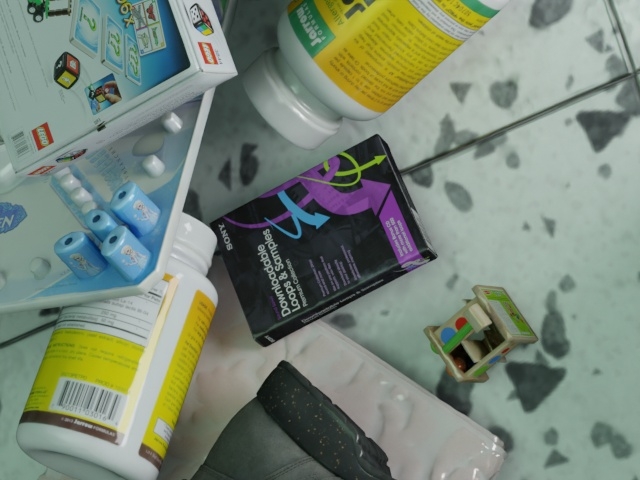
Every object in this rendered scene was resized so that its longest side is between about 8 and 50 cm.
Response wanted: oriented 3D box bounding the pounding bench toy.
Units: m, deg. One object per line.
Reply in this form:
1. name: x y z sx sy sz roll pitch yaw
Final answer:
1. pounding bench toy: 0.114 0.074 1.435 0.065 0.083 0.052 -41 68 20

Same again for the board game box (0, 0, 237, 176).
1. board game box: -0.197 -0.224 1.414 0.193 0.053 0.305 -25 79 29

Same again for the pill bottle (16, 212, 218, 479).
1. pill bottle: -0.154 0.082 1.481 0.117 0.117 0.215 7 67 30

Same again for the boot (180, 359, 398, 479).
1. boot: 0.001 0.265 1.358 0.222 0.118 0.338 -46 49 -3

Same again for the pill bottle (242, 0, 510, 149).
1. pill bottle: 0.041 -0.169 1.476 0.208 0.117 0.117 -40 68 22

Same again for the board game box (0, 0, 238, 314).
1. board game box: -0.264 -0.110 1.578 0.390 0.050 0.390 -9 53 30

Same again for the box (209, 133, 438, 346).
1. box: 0.000 0.000 1.507 0.162 0.029 0.116 -29 63 12

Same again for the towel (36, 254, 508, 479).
1. towel: -0.067 0.216 1.485 0.317 0.053 0.332 33 80 29
